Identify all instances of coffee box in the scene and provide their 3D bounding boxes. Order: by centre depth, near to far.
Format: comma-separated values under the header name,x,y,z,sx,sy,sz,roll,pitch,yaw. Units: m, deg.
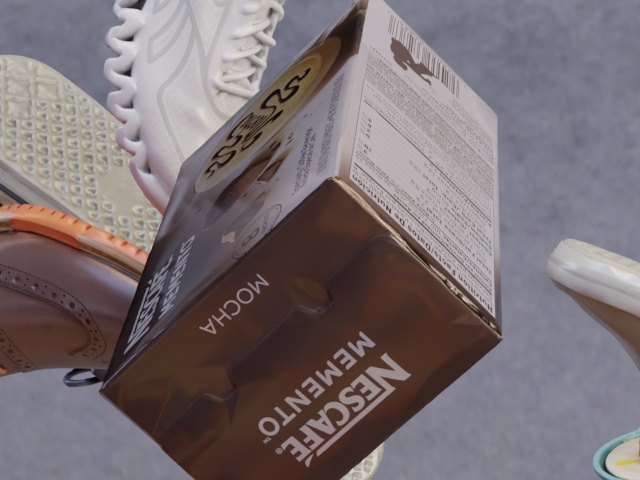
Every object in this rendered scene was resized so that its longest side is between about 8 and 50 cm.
name,x,y,z,sx,sy,sz,roll,pitch,yaw
coffee box,0.000,0.000,1.019,0.168,0.119,0.297,-42,15,20

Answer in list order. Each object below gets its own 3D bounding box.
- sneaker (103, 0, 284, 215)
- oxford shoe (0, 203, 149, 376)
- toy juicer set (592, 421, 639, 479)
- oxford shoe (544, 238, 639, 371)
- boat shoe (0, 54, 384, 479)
name,x,y,z,sx,sy,sz,roll,pitch,yaw
sneaker,-0.070,-0.150,1.235,0.118,0.110,0.292,-3,85,24
oxford shoe,-0.220,0.057,1.180,0.364,0.130,0.132,7,58,28
toy juicer set,0.343,0.200,1.667,0.209,0.089,0.329,0,18,33
oxford shoe,0.327,0.146,1.376,0.130,0.449,0.169,-53,25,5
boat shoe,-0.147,0.049,1.620,0.500,0.156,0.187,41,46,12
